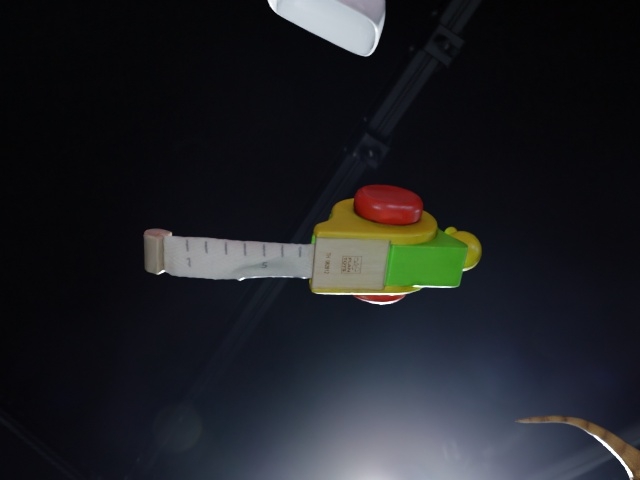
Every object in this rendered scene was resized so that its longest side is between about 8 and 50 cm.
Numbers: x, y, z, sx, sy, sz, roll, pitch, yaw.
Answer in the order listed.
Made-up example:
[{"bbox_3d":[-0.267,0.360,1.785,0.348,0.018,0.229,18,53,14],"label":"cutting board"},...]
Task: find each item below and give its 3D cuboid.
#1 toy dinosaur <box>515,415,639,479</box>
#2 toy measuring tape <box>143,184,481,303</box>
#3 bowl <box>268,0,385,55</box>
[{"bbox_3d":[0.291,0.204,0.510,0.211,0.112,0.064,48,-49,18],"label":"toy dinosaur"},{"bbox_3d":[0.000,0.000,0.574,0.330,0.121,0.121,2,-65,-11],"label":"toy measuring tape"},{"bbox_3d":[0.011,-0.276,0.656,0.142,0.142,0.053,26,-89,-2],"label":"bowl"}]
